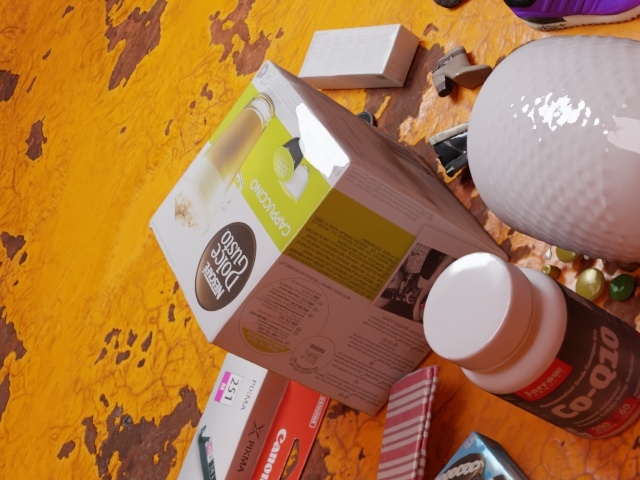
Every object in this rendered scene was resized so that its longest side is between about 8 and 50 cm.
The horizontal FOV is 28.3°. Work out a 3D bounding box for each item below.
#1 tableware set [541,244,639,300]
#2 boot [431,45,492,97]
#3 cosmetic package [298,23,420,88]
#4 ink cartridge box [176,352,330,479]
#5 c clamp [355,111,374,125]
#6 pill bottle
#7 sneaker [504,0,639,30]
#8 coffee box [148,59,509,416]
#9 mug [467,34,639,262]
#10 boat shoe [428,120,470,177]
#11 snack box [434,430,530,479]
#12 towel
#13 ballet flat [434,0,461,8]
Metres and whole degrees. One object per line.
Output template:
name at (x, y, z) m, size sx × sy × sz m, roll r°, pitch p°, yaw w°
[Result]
tableware set at (0.367, 0.036, 1.727) m, size 0.154 × 0.024 × 0.104 m, roll 0°, pitch 70°, yaw 49°
boot at (0.231, -0.286, 2.081) m, size 0.118 × 0.042 × 0.087 m, roll -21°, pitch 44°, yaw 32°
cosmetic package at (0.068, -0.328, 2.281) m, size 0.239 × 0.060 × 0.098 m, roll 8°, pitch 76°, yaw 51°
ink cartridge box at (-0.118, 0.338, 2.078) m, size 0.239 × 0.060 × 0.275 m, roll 9°, pitch 74°, yaw 53°
c clamp at (0.037, -0.155, 2.244) m, size 0.161 × 0.022 × 0.137 m, roll -31°, pitch 41°, yaw 36°
pill bottle at (0.270, 0.130, 1.560) m, size 0.161 × 0.283 × 0.161 m, roll -28°, pitch 48°, yaw 37°
sneaker at (0.378, -0.392, 1.883) m, size 0.293 × 0.146 × 0.102 m, roll -7°, pitch 62°, yaw 48°
coffee box at (0.000, 0.000, 1.918) m, size 0.334 × 0.338 × 0.337 m, roll -52°, pitch 37°, yaw 14°
mug at (0.406, -0.144, 1.548) m, size 0.374 × 0.276 × 0.328 m, roll -48°, pitch 22°, yaw -6°
boat shoe at (0.279, -0.162, 1.931) m, size 0.233 × 0.084 × 0.079 m, roll -20°, pitch 91°, yaw 34°
snack box at (0.167, 0.434, 1.674) m, size 0.322 × 0.060 × 0.187 m, roll -54°, pitch 36°, yaw 11°
towel at (0.126, 0.282, 1.807) m, size 0.144 × 0.029 × 0.197 m, roll 138°, pitch 145°, yaw -66°
ballet flat at (0.258, -0.456, 2.146) m, size 0.173 × 0.049 × 0.057 m, roll -39°, pitch 43°, yaw 27°
